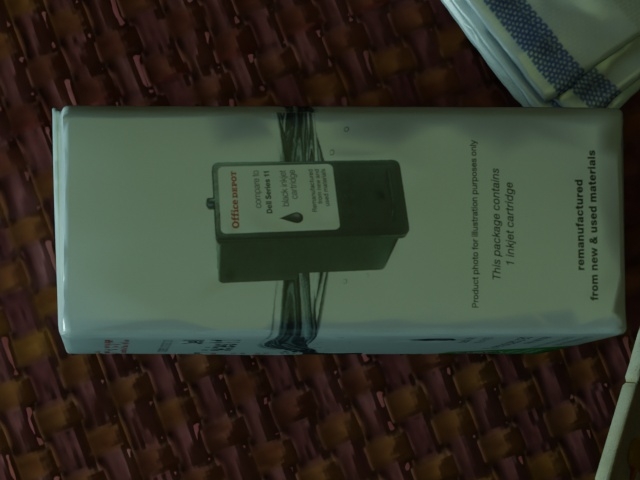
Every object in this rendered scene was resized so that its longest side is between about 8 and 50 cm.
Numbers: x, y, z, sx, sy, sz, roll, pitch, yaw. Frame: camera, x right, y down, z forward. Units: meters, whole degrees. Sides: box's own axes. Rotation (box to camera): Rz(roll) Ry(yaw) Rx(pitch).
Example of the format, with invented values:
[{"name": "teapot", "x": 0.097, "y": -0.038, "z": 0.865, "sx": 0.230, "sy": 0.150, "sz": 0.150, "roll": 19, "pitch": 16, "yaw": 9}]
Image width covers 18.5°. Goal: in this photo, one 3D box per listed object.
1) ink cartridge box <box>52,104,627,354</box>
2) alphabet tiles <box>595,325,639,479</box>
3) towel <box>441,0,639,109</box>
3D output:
[{"name": "ink cartridge box", "x": 0.000, "y": 0.000, "z": 0.769, "sx": 0.208, "sy": 0.153, "sz": 0.087, "roll": 0, "pitch": 84, "yaw": -6}, {"name": "alphabet tiles", "x": 0.166, "y": 0.094, "z": 0.766, "sx": 0.198, "sy": 0.009, "sz": 0.237, "roll": 38, "pitch": 64, "yaw": -43}, {"name": "towel", "x": 0.149, "y": -0.200, "z": 0.872, "sx": 0.285, "sy": 0.034, "sz": 0.209, "roll": -37, "pitch": 86, "yaw": -12}]
